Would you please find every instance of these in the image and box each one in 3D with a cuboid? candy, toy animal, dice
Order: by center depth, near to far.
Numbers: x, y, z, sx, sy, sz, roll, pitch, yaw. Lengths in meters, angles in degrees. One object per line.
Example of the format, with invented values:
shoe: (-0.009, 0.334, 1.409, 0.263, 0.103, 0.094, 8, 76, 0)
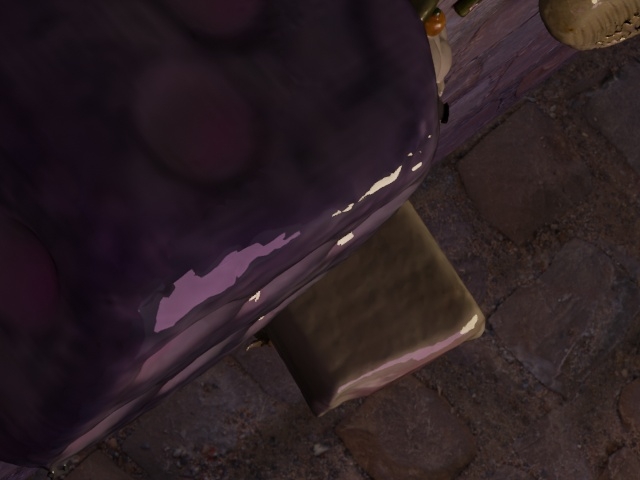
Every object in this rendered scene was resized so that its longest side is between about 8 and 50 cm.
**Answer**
dice: (-0.121, -0.061, 0.781, 0.270, 0.271, 0.270, -33, 172, -41)
candy: (0.002, -0.002, 1.569, 0.208, 0.359, 0.145, -30, 172, -13)
toy animal: (0.133, -0.217, 1.838, 0.131, 0.127, 0.182, -34, -172, 23)

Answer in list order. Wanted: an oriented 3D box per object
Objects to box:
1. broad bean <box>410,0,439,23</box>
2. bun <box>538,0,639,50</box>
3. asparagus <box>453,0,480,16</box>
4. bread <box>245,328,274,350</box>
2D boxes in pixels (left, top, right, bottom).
broad bean: (0.087, -0.260, 1.546, 0.153, 0.072, 0.207, -37, -174, 19)
bun: (0.433, -0.389, 2.105, 0.272, 0.168, 0.273, -26, 167, -7)
asparagus: (0.263, -0.374, 1.866, 0.024, 0.025, 0.248, 25, 129, -34)
bread: (-0.013, -0.033, 1.841, 0.250, 0.225, 0.279, -28, 165, -49)
